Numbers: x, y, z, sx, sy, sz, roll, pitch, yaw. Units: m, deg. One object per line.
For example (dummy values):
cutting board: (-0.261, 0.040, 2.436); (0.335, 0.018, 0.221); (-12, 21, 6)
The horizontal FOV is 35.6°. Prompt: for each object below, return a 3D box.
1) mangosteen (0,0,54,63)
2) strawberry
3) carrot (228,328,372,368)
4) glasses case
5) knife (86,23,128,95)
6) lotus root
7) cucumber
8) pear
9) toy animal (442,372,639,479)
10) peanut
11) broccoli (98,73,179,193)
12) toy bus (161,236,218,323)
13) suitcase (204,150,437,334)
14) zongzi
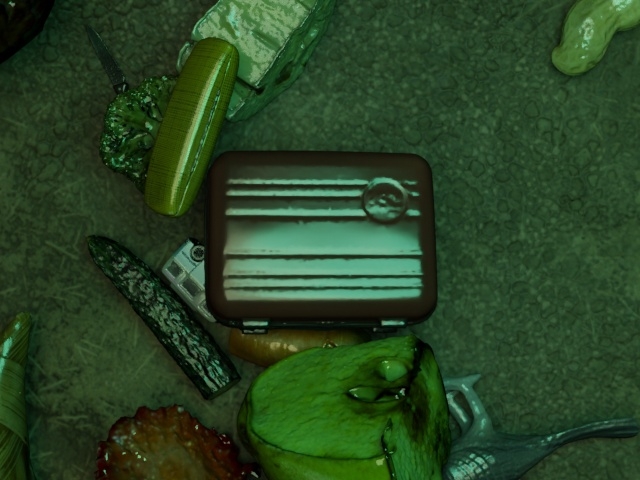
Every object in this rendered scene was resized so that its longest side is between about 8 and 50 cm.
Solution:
mangosteen: (-0.493, -0.371, 1.320); (0.311, 0.311, 0.311); (0, 88, 6)
strawberry: (-0.218, 0.349, 1.339); (0.234, 0.234, 0.178); (44, 125, 6)
carrot: (-0.026, 0.148, 1.350); (0.193, 0.087, 0.087); (4, 89, 12)
glasses case: (-0.163, -0.143, 1.262); (0.079, 0.064, 0.234); (20, 91, 50)
knife: (-0.294, -0.238, 1.423); (0.023, 0.010, 0.170); (-30, 84, 5)
lotus root: (-0.079, -0.275, 1.339); (0.119, 0.138, 0.235); (40, 94, 12)
cucumber: (-0.222, 0.095, 1.379); (0.067, 0.067, 0.293); (-41, 83, 4)
pear: (0.014, 0.248, 1.206); (0.255, 0.238, 0.164); (-8, 119, 19)
toy animal: (0.214, 0.269, 1.309); (0.367, 0.081, 0.206); (-30, 69, -14)
peanut: (0.378, -0.299, 1.319); (0.187, 0.082, 0.082); (-45, 84, 4)
broccoli: (-0.223, -0.147, 1.355); (0.146, 0.138, 0.162); (33, 82, -29)
toy bus: (-0.157, 0.061, 1.374); (0.075, 0.060, 0.123); (-44, 84, 2)
suitcase: (0.000, 0.000, 1.281); (0.297, 0.161, 0.236); (0, 79, -3)
zongzi: (-0.426, 0.281, 1.372); (0.288, 0.134, 0.286); (-45, 91, -4)
